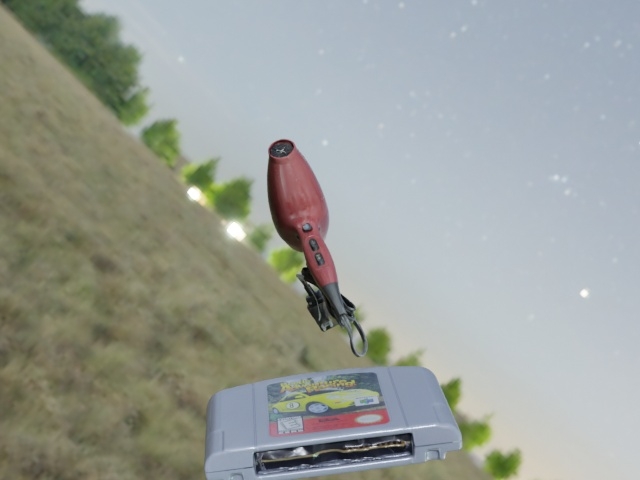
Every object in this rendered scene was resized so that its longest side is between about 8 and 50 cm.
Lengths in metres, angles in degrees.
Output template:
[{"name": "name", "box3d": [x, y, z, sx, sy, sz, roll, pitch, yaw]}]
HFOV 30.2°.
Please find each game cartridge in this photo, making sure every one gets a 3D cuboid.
[{"name": "game cartridge", "box3d": [0.008, 0.216, 1.422, 0.196, 0.294, 0.060, -110, -166, -77]}]

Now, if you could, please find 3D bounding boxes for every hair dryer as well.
[{"name": "hair dryer", "box3d": [0.000, 0.000, 1.578, 0.294, 0.080, 0.223, 67, -11, -10]}]
